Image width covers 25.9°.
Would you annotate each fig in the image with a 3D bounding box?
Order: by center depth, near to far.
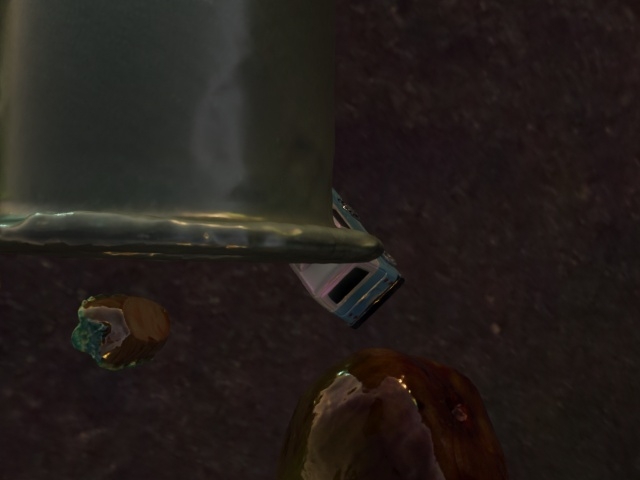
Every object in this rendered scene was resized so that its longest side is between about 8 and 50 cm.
[{"bbox_3d":[0.019,0.189,1.111,0.290,0.191,0.190,-22,60,48],"label":"fig"}]

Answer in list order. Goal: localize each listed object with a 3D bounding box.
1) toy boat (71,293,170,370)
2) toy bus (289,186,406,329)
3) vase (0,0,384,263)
[{"bbox_3d":[-0.267,0.128,1.975,0.099,0.293,0.108,-22,83,6],"label":"toy boat"},{"bbox_3d":[0.000,0.000,1.052,0.060,0.075,0.123,-45,52,11],"label":"toy bus"},{"bbox_3d":[-0.087,-0.131,0.776,0.245,0.245,0.291,-1,86,22],"label":"vase"}]
